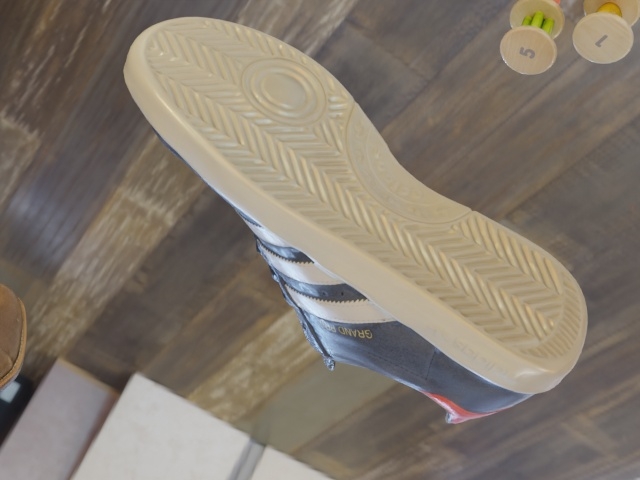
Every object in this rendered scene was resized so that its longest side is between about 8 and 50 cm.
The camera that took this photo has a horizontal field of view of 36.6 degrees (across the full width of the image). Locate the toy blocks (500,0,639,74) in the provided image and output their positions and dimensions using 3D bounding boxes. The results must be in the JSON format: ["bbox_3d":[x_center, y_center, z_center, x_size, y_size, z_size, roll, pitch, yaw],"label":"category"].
[{"bbox_3d":[0.244,-0.226,0.918,0.123,0.148,0.054,-3,133,32],"label":"toy blocks"}]

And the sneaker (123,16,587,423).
[{"bbox_3d":[0.000,0.000,0.654,0.350,0.131,0.148,41,141,5],"label":"sneaker"}]

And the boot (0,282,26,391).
[{"bbox_3d":[-0.390,0.112,1.033,0.112,0.305,0.115,8,118,0],"label":"boot"}]
